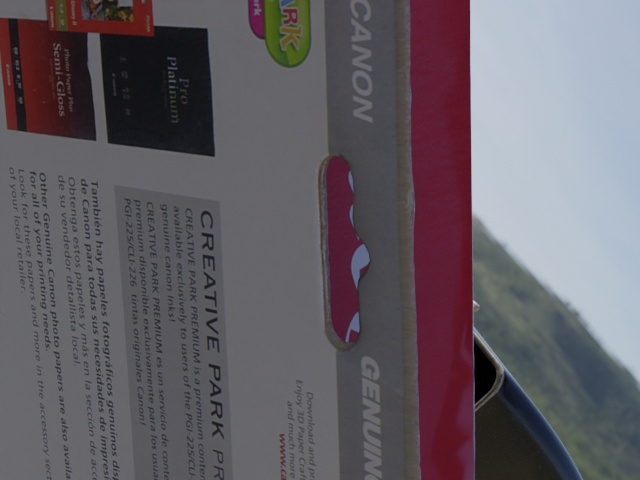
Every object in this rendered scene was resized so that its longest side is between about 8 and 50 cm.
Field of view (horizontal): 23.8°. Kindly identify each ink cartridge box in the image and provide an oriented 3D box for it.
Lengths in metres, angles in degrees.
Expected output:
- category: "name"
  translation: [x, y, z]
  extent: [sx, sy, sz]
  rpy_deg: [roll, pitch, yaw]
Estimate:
- category: "ink cartridge box"
  translation: [-0.029, -0.021, 0.585]
  extent: [0.272, 0.130, 0.309]
  rpy_deg: [11, -71, 42]

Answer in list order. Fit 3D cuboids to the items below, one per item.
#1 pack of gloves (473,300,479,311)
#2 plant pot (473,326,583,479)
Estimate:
- category: "pack of gloves"
  translation: [0.000, 0.000, 1.332]
  extent: [0.232, 0.195, 0.046]
  rpy_deg: [45, -44, 42]
- category: "plant pot"
  translation: [0.058, 0.140, 0.952]
  extent: [0.167, 0.187, 0.188]
  rpy_deg: [41, 8, -34]
